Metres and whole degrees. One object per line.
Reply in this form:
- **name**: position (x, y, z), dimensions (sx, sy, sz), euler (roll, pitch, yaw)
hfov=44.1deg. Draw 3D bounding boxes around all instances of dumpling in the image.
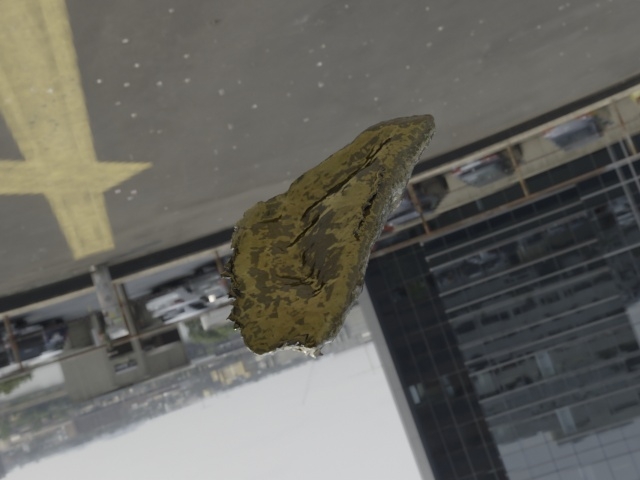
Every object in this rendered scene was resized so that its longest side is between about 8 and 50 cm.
- **dumpling**: position (0.004, 0.002, 0.724), dimensions (0.166, 0.086, 0.332), euler (-10, -149, 36)
